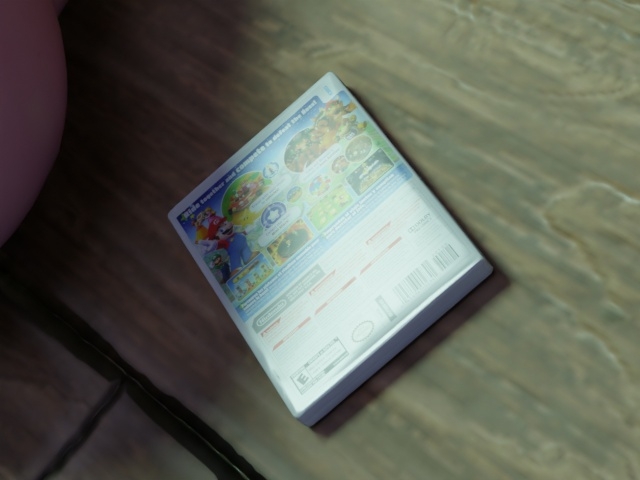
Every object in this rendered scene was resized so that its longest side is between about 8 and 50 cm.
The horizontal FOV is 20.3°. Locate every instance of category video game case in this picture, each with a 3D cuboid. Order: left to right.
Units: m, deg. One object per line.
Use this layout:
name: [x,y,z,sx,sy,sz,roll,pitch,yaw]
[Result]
video game case: [0.000,0.000,0.662,0.087,0.011,0.122,-41,48,6]

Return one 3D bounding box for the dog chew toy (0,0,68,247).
dog chew toy: [-0.191,-0.130,0.754,0.207,0.206,0.331,-11,49,28]
